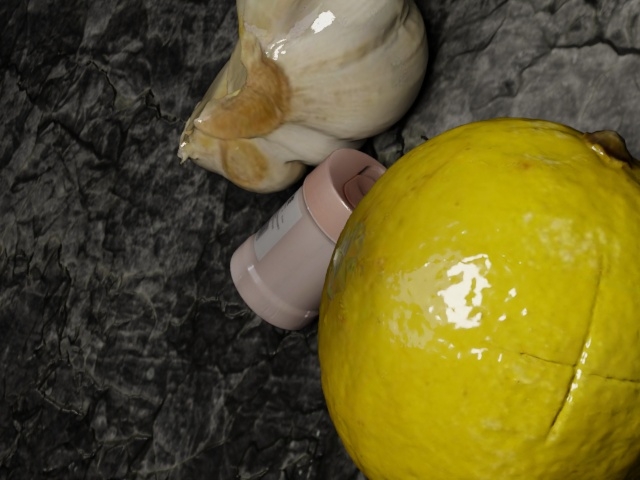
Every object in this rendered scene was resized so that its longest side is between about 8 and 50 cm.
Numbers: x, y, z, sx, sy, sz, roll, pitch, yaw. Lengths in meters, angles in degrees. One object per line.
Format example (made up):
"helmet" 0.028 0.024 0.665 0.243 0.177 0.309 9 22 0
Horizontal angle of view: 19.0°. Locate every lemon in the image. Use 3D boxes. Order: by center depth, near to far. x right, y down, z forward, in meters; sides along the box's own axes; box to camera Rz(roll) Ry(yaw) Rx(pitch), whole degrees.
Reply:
"lemon" 0.137 0.061 1.369 0.297 0.297 0.297 -25 56 44

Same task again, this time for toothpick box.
"toothpick box" 0.000 0.000 1.718 0.149 0.098 0.098 -44 44 32

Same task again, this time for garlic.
"garlic" -0.001 -0.163 1.742 0.203 0.184 0.281 -70 5 -45
